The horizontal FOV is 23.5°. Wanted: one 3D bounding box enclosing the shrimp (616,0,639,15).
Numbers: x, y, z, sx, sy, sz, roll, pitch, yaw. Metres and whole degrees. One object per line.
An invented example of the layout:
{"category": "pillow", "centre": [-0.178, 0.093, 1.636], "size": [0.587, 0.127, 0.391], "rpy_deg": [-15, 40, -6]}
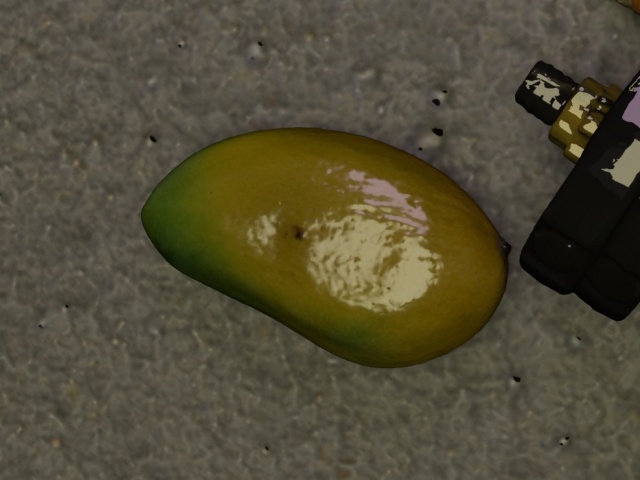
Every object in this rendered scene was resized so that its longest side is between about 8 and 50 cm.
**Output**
{"category": "shrimp", "centre": [0.272, -0.171, 0.940], "size": [0.236, 0.053, 0.133], "rpy_deg": [29, 81, 13]}

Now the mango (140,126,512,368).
{"category": "mango", "centre": [0.005, -0.005, 0.988], "size": [0.237, 0.091, 0.137], "rpy_deg": [27, 94, 10]}

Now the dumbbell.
{"category": "dumbbell", "centre": [0.276, 0.019, 0.878], "size": [0.388, 0.185, 0.185], "rpy_deg": [36, 102, 9]}
